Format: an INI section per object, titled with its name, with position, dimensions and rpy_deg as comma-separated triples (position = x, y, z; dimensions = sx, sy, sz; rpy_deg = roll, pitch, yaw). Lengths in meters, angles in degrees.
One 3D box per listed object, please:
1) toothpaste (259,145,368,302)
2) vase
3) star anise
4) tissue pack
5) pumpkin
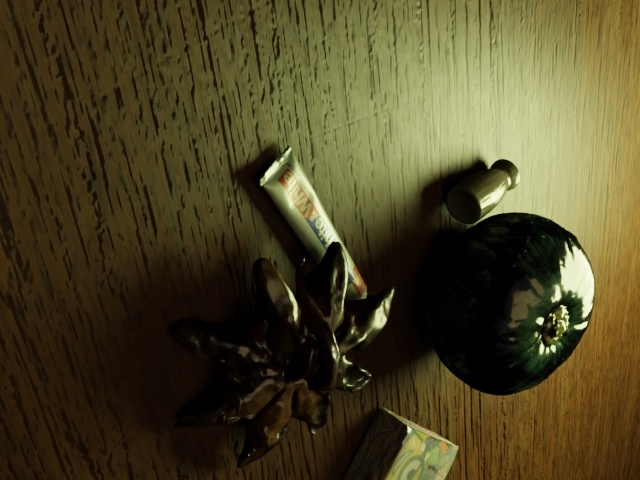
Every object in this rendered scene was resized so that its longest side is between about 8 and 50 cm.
[toothpaste]
position = 0.000, 0.000, 0.733
dimensions = 0.052, 0.033, 0.218
rpy_deg = -53, 133, -25
[vase]
position = 0.205, -0.063, 0.888
dimensions = 0.100, 0.053, 0.053
rpy_deg = -33, 127, -35
[star anise]
position = -0.015, 0.126, 0.708
dimensions = 0.272, 0.102, 0.272
rpy_deg = -16, 121, -28
[tissue pack]
position = 0.109, 0.295, 0.936
dimensions = 0.148, 0.060, 0.109
rpy_deg = 35, 82, -45
[pumpkin]
position = 0.239, 0.081, 0.901
dimensions = 0.233, 0.163, 0.233
rpy_deg = -16, 116, -37
